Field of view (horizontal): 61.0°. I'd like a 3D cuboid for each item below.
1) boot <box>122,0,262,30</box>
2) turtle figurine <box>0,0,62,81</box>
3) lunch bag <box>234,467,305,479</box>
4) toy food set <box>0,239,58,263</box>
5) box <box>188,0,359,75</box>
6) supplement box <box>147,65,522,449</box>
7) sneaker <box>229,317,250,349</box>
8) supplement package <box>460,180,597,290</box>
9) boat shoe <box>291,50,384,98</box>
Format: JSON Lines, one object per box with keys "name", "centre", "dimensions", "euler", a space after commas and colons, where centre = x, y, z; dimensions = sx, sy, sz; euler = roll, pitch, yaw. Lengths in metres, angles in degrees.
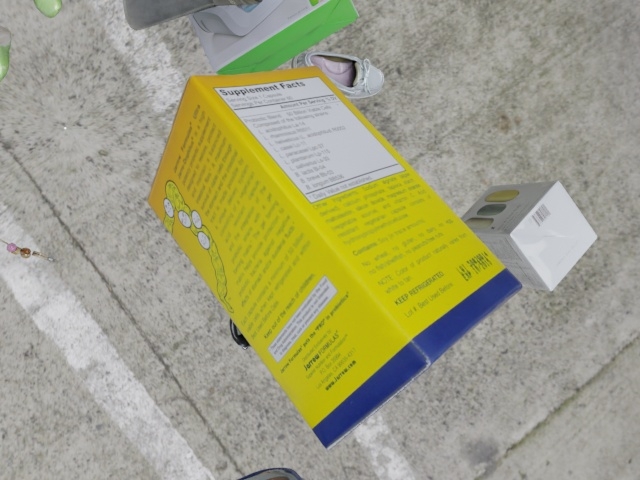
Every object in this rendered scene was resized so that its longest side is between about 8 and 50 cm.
{"name": "boot", "centre": [-0.169, -0.389, 0.751], "dimensions": [0.076, 0.208, 0.190], "euler": [30, 66, -56]}
{"name": "turtle figurine", "centre": [-0.288, -0.197, 0.315], "dimensions": [0.266, 0.274, 0.198], "euler": [32, 77, -52]}
{"name": "lunch bag", "centre": [-0.083, 0.332, 0.487], "dimensions": [0.243, 0.303, 0.115], "euler": [-11, 94, -20]}
{"name": "toy food set", "centre": [-0.662, 0.029, 1.220], "dimensions": [0.122, 0.078, 0.019], "euler": [16, 73, 9]}
{"name": "box", "centre": [-0.103, -0.444, 0.964], "dimensions": [0.262, 0.127, 0.231], "euler": [-26, 85, 13]}
{"name": "supplement box", "centre": [0.000, 0.000, 0.603], "dimensions": [0.194, 0.195, 0.356], "euler": [-22, 66, -44]}
{"name": "sneaker", "centre": [-0.162, 0.178, 1.282], "dimensions": [0.147, 0.330, 0.130], "euler": [-21, 84, -30]}
{"name": "supplement package", "centre": [0.530, -0.017, 1.451], "dimensions": [0.199, 0.262, 0.198], "euler": [-45, 106, -12]}
{"name": "boat shoe", "centre": [0.070, -0.509, 1.653], "dimensions": [0.320, 0.103, 0.118], "euler": [6, 92, -32]}
